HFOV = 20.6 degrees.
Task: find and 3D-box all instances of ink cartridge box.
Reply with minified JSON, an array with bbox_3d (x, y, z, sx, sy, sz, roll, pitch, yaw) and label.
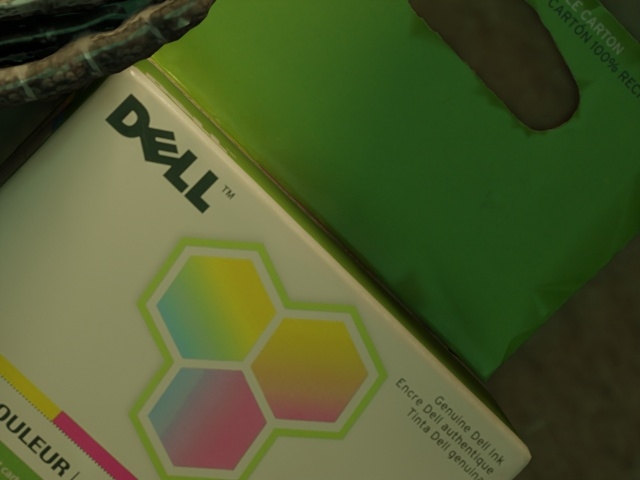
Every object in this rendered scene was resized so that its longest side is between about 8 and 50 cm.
[{"bbox_3d":[0.000,0.000,0.595,0.189,0.097,0.255,44,95,-10],"label":"ink cartridge box"}]

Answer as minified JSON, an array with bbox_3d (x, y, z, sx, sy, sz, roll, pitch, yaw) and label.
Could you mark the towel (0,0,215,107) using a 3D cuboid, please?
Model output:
[{"bbox_3d":[-0.166,-0.093,0.499,0.283,0.235,0.121,-10,106,-2],"label":"towel"}]
